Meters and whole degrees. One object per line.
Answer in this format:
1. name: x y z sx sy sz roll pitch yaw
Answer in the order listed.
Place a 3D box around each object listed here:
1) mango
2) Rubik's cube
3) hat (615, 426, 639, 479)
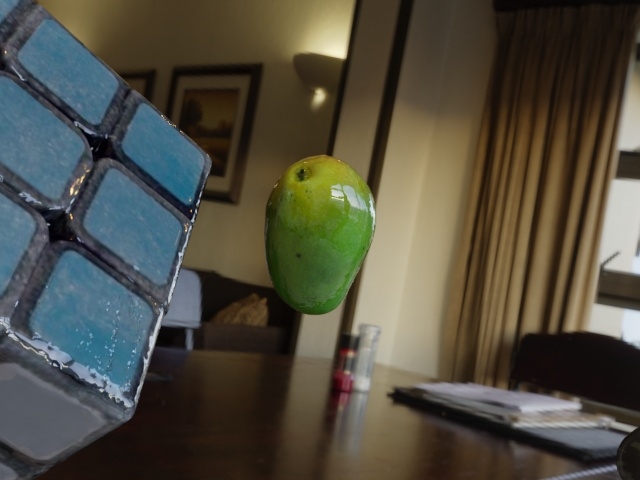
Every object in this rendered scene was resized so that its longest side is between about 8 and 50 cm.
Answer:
1. mango: 0.000 0.000 1.525 0.225 0.381 0.201 -31 48 -31
2. Rubik's cube: -0.307 0.002 0.576 0.304 0.305 0.301 -34 -59 26
3. hat: 0.216 0.157 0.424 0.121 0.121 0.050 9 41 48
